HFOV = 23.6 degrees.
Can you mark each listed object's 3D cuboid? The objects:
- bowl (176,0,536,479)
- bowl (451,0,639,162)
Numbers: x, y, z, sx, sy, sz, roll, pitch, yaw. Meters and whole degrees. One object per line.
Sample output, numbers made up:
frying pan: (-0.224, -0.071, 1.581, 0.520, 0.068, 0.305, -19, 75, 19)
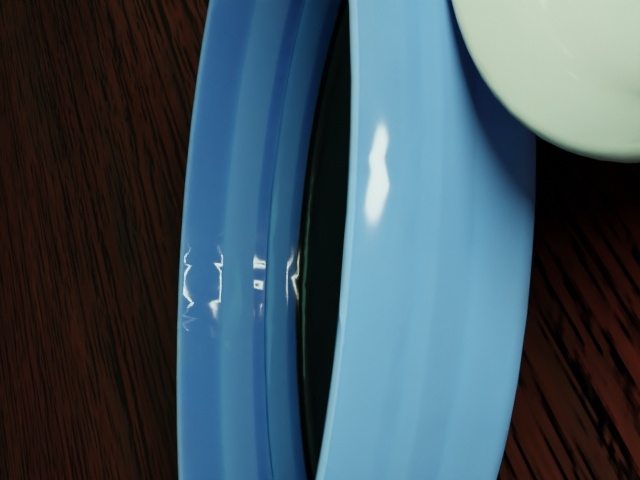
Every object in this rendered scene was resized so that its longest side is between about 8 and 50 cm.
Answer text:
bowl: (0.000, 0.000, 0.697, 0.391, 0.077, 0.391, -176, 90, -77)
bowl: (0.167, -0.156, 0.451, 0.298, 0.134, 0.298, -35, 49, 55)
